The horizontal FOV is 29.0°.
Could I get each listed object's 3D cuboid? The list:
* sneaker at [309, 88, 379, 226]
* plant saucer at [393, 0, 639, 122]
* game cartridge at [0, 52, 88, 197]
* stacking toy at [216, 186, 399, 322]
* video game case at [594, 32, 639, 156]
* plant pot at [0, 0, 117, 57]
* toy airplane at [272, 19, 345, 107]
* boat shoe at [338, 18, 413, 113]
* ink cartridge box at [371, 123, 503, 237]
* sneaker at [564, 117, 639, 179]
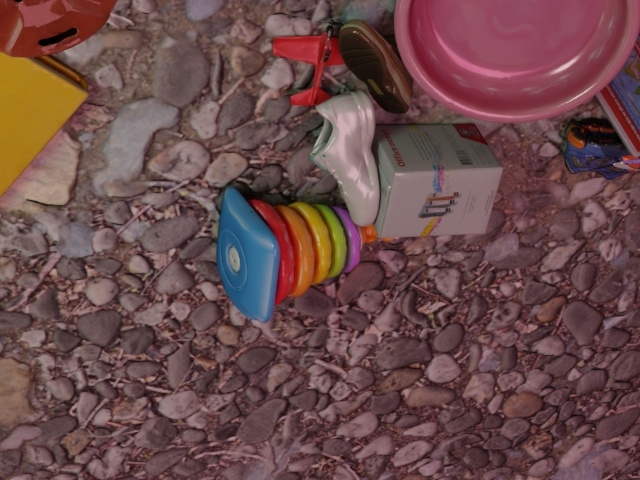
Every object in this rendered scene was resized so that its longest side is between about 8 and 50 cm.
[{"bbox_3d":[0.031,-0.114,1.809,0.094,0.080,0.212,-14,117,-16],"label":"sneaker"},{"bbox_3d":[0.267,-0.317,1.698,0.332,0.084,0.332,2,130,2],"label":"plant saucer"},{"bbox_3d":[-0.515,-0.159,1.631,0.285,0.052,0.324,31,116,-36],"label":"game cartridge"},{"bbox_3d":[0.000,0.000,1.895,0.302,0.175,0.165,-13,130,-28],"label":"stacking toy"},{"bbox_3d":[0.540,-0.284,1.860,0.285,0.025,0.204,-37,118,4],"label":"video game case"},{"bbox_3d":[-0.335,-0.356,1.363,0.272,0.265,0.272,-11,137,-11],"label":"plant pot"},{"bbox_3d":[-0.003,-0.244,1.748,0.151,0.028,0.151,-11,131,-13],"label":"toy airplane"},{"bbox_3d":[0.082,-0.259,1.745,0.068,0.072,0.190,11,156,29],"label":"boat shoe"},{"bbox_3d":[0.161,-0.091,1.867,0.176,0.128,0.127,-2,129,-17],"label":"ink cartridge box"},{"bbox_3d":[0.486,-0.140,1.986,0.221,0.083,0.087,7,135,-14],"label":"sneaker"}]
